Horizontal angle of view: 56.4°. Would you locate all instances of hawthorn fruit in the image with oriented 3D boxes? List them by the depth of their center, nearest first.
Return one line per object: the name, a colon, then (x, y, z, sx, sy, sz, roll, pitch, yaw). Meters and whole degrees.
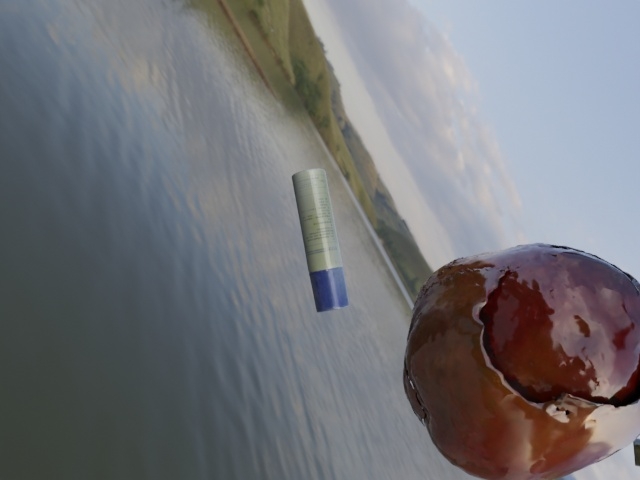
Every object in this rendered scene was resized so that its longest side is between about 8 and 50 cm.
hawthorn fruit: (0.134, 0.068, 0.362, 0.148, 0.171, 0.148, 48, 30, -40)

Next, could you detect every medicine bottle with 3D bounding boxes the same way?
medicine bottle: (0.000, 0.000, 0.987, 0.059, 0.059, 0.231, 29, 50, -82)

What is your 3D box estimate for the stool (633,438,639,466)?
stool: (0.579, 0.372, 0.905, 0.272, 0.178, 0.272, 19, 68, -62)
